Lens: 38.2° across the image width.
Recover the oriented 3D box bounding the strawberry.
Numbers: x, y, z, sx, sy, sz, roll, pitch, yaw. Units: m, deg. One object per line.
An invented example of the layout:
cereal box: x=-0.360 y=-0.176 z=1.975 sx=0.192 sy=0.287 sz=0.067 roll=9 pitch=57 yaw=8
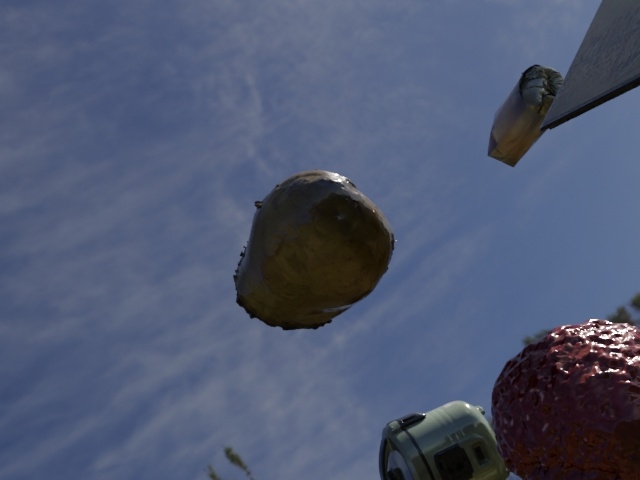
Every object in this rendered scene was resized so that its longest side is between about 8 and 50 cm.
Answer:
strawberry: x=0.328 y=0.213 z=1.012 sx=0.257 sy=0.277 sz=0.258 roll=0 pitch=-87 yaw=-7

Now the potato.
potato: x=0.000 y=0.000 z=1.338 sx=0.229 sy=0.229 sz=0.266 roll=-29 pitch=-9 yaw=-33

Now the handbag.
handbag: x=0.349 y=-0.213 z=1.545 sx=0.173 sy=0.095 sz=0.117 roll=120 pitch=167 yaw=-57

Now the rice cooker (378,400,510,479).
rice cooker: x=0.239 y=0.451 z=1.873 sx=0.244 sy=0.226 sz=0.226 roll=-20 pitch=-48 yaw=-11

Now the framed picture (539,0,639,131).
framed picture: x=0.398 y=-0.300 z=1.123 sx=0.014 sy=0.255 sz=0.339 roll=32 pitch=-105 yaw=-10
